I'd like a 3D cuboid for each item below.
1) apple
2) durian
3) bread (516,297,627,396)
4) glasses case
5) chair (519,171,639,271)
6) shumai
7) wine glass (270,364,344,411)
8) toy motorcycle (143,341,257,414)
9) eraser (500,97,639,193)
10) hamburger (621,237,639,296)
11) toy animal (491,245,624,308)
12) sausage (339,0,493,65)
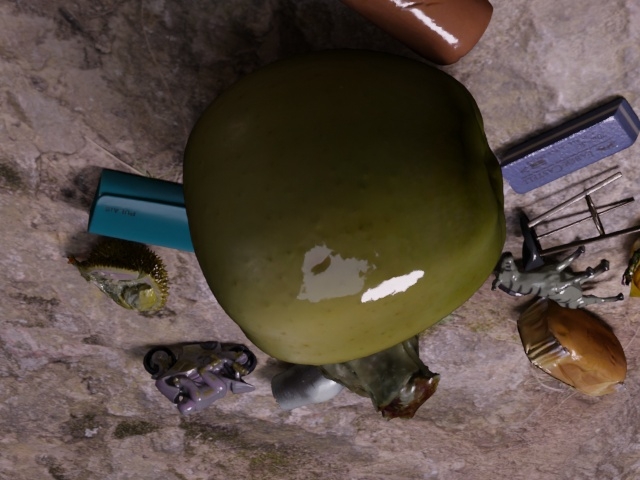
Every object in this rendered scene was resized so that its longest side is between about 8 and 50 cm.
[{"bbox_3d":[0.035,-0.055,1.476,0.474,0.473,0.473,-2,141,-2],"label":"apple"},{"bbox_3d":[-0.350,0.057,1.860,0.208,0.102,0.146,13,141,17],"label":"durian"},{"bbox_3d":[0.497,0.208,2.058,0.241,0.136,0.107,28,129,-34],"label":"bread"},{"bbox_3d":[-0.231,-0.032,1.774,0.301,0.070,0.117,12,138,-15],"label":"glasses case"},{"bbox_3d":[0.428,-0.032,1.805,0.222,0.104,0.095,-27,110,19],"label":"chair"},{"bbox_3d":[0.097,0.192,1.917,0.261,0.222,0.225,29,100,-20],"label":"shumai"},{"bbox_3d":[0.009,0.269,2.129,0.222,0.103,0.103,-26,135,26],"label":"wine glass"},{"bbox_3d":[-0.237,0.273,2.073,0.225,0.152,0.073,1,142,-4],"label":"toy motorcycle"},{"bbox_3d":[0.399,-0.149,1.695,0.225,0.036,0.082,-24,134,24],"label":"eraser"},{"bbox_3d":[0.624,0.037,1.892,0.164,0.093,0.189,4,139,-6],"label":"hamburger"},{"bbox_3d":[0.437,0.080,1.954,0.176,0.073,0.217,-27,140,34],"label":"toy animal"},{"bbox_3d":[0.086,-0.342,1.376,0.304,0.121,0.121,28,131,-30],"label":"sausage"}]
